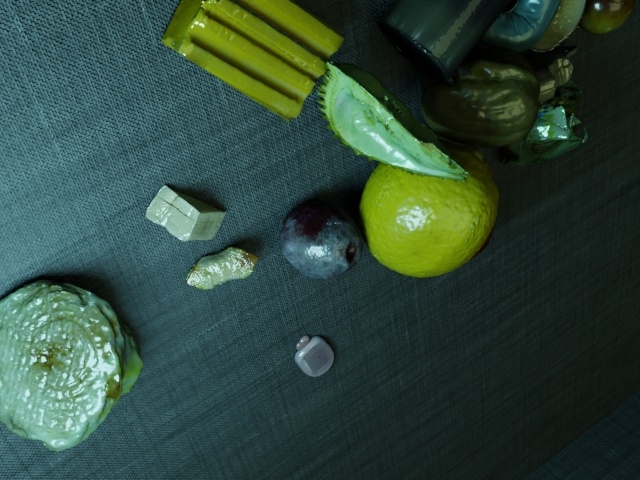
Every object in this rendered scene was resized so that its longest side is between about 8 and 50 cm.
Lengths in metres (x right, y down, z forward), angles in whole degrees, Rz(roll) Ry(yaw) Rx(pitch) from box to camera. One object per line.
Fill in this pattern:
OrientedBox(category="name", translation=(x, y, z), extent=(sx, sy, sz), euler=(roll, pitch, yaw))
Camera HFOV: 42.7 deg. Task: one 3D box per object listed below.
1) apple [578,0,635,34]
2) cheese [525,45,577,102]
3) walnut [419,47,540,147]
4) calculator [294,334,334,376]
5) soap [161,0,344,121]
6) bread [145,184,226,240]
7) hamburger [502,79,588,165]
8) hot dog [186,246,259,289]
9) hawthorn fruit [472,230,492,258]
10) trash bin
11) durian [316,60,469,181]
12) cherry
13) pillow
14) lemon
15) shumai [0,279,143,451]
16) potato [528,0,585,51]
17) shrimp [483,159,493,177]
OrientedBox(category="apple", translation=(0.709, -0.605, 2.071), extent=(0.146, 0.163, 0.147), euler=(-28, 156, -4))
OrientedBox(category="cheese", translation=(0.569, -0.432, 2.061), extent=(0.286, 0.163, 0.082), euler=(-39, 123, -33))
OrientedBox(category="walnut", translation=(0.369, -0.330, 1.899), extent=(0.283, 0.283, 0.227), euler=(21, 60, -45))
OrientedBox(category="calculator", translation=(-0.017, 0.306, 2.169), extent=(0.103, 0.024, 0.166), euler=(-43, 137, -7))
OrientedBox(category="soap", translation=(-0.126, -0.383, 1.558), extent=(0.324, 0.096, 0.204), euler=(24, 101, -45))
OrientedBox(category="bread", translation=(-0.278, -0.054, 1.713), extent=(0.077, 0.105, 0.152), euler=(-58, 168, 8))
OrientedBox(category="hamburger", translation=(0.603, -0.284, 2.140), extent=(0.276, 0.150, 0.260), euler=(-30, 154, -17))
OrientedBox(category="hot dog", translation=(-0.218, 0.058, 1.810), extent=(0.169, 0.061, 0.078), euler=(-16, 97, -6))
OrientedBox(category="hawthorn fruit", translation=(0.342, -0.012, 2.139), extent=(0.185, 0.185, 0.202), euler=(21, 120, -45))
OrientedBox(category="trash bin", translation=(0.283, -0.514, 1.728), extent=(0.252, 0.203, 0.301), euler=(37, 94, -7))
OrientedBox(category="durian", translation=(0.159, -0.246, 1.688), extent=(0.394, 0.198, 0.163), euler=(38, 67, -13))
OrientedBox(category="cherry", translation=(0.007, 0.004, 1.868), extent=(0.195, 0.195, 0.195), euler=(-21, 129, -27))
OrientedBox(category="pillow", translation=(0.449, -0.554, 1.893), extent=(0.214, 0.086, 0.233), euler=(20, 105, -17))
OrientedBox(category="lemon", translation=(0.247, -0.075, 1.910), extent=(0.336, 0.336, 0.336), euler=(-21, 129, -27))
OrientedBox(category="shumai", translation=(-0.500, 0.236, 1.650), extent=(0.309, 0.304, 0.263), euler=(-54, 171, 2))
OrientedBox(category="potato", translation=(0.550, -0.556, 1.993), extent=(0.164, 0.081, 0.200), euler=(31, 101, -11))
OrientedBox(category="shrimp", translation=(0.395, -0.161, 2.165), extent=(0.187, 0.052, 0.132), euler=(29, 98, -49))
